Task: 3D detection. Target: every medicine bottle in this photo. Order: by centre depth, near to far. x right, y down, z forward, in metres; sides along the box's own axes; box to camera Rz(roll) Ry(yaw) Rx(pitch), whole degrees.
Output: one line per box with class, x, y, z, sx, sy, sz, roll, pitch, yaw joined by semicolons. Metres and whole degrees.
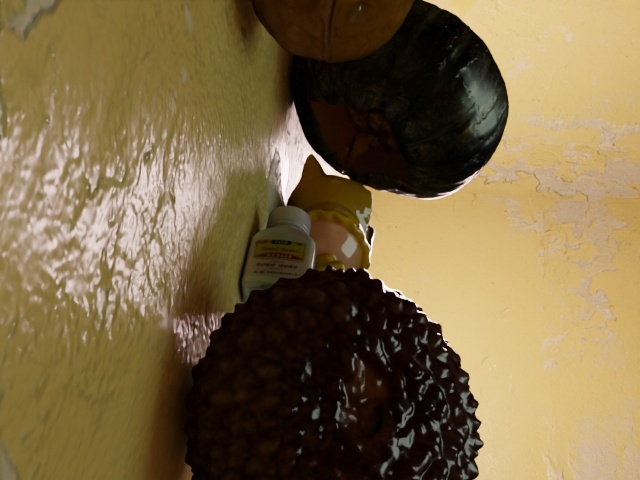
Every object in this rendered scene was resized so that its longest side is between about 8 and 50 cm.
medicine bottle;-0.042;0.020;0.786;0.055;0.074;0.118;87;9;-49

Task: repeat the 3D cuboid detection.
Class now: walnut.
walnut;0.013;-0.262;0.645;0.207;0.167;0.167;101;-2;-52

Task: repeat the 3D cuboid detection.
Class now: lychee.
lychee;0.000;0.153;0.597;0.271;0.271;0.272;5;90;-85

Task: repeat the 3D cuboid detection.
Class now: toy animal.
toy animal;0.001;-0.004;0.970;0.230;0.156;0.156;-96;-174;-57

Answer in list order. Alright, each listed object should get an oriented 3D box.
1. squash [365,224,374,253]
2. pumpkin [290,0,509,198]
squash;0.013;0.052;1.401;0.220;0.133;0.220;-164;-90;-84
pumpkin;0.102;-0.197;0.974;0.192;0.320;0.320;-53;158;-29
